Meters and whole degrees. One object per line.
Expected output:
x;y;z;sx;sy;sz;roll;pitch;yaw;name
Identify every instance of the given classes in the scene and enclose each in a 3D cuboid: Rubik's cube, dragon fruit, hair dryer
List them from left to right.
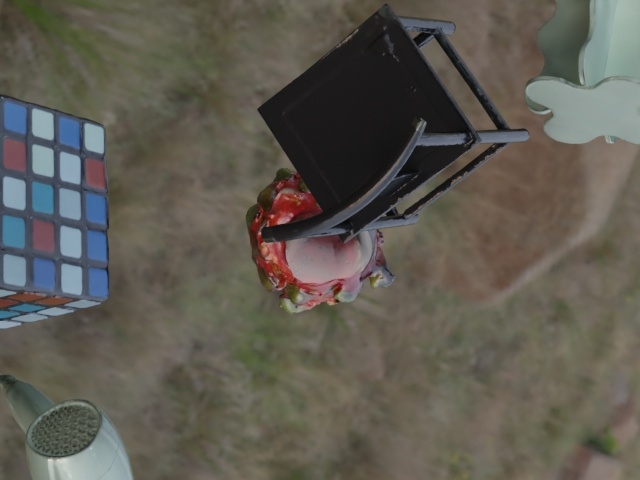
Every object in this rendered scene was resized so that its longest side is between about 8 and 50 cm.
-0.318;-0.024;1.498;0.182;0.187;0.184;16;65;-53;Rubik's cube
-0.217;0.185;1.363;0.075;0.237;0.206;-29;130;-18;hair dryer
0.000;0.000;1.745;0.160;0.166;0.172;-51;-176;9;dragon fruit

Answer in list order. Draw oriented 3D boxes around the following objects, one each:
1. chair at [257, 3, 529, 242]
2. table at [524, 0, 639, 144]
0.042;-0.088;1.296;0.154;0.141;0.260;-38;168;22;chair
0.313;-0.223;1.769;0.166;0.167;0.198;68;32;-62;table
